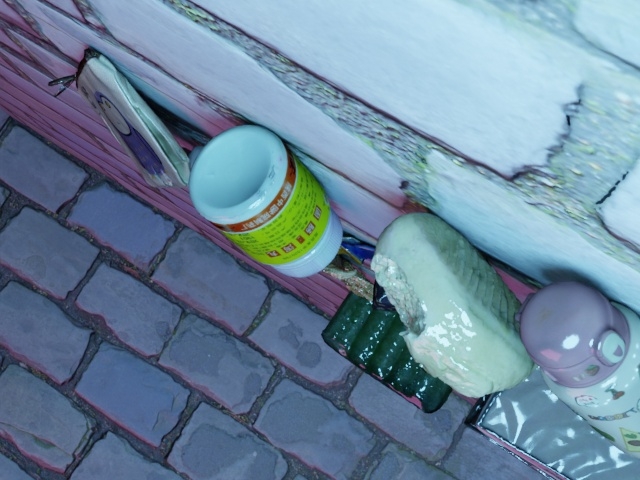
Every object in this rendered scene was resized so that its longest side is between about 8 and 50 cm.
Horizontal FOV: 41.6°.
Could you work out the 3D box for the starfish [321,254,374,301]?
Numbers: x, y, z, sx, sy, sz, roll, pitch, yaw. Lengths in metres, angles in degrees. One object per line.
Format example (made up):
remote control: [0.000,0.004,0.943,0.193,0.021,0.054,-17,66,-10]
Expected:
starfish: [0.002,0.042,1.695,0.302,0.060,0.299,25,177,14]

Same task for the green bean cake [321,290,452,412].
green bean cake: [0.177,0.253,1.916,0.300,0.169,0.308,32,173,16]

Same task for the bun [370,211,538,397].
bun: [0.141,0.078,0.922,0.237,0.116,0.210,39,-159,-18]

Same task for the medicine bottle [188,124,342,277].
medicine bottle: [-0.066,-0.046,1.129,0.139,0.139,0.225,28,171,32]

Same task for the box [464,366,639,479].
box: [0.339,0.226,1.060,0.252,0.188,0.153,33,175,13]

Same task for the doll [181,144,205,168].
doll: [-0.198,-0.121,1.486,0.161,0.059,0.160,30,173,22]

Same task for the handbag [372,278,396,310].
handbag: [0.155,0.090,1.374,0.139,0.072,0.115,16,168,1]

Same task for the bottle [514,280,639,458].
bottle: [0.294,0.129,0.864,0.253,0.120,0.120,38,171,-38]

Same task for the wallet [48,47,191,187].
wallet: [-0.322,-0.191,1.392,0.275,0.068,0.335,48,166,-16]

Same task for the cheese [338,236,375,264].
cheese: [0.000,0.000,1.432,0.250,0.064,0.156,14,166,27]
